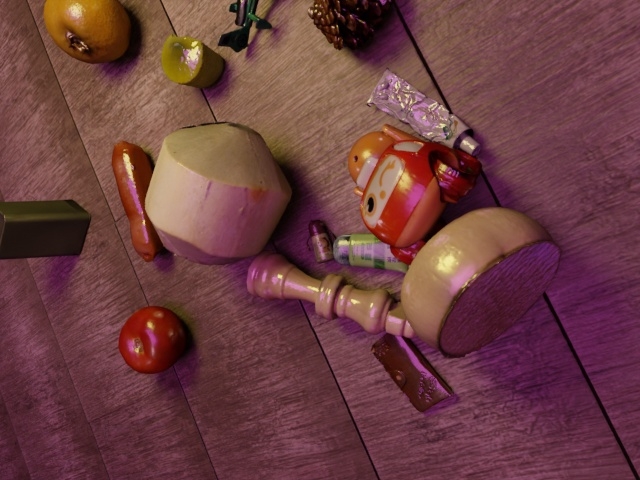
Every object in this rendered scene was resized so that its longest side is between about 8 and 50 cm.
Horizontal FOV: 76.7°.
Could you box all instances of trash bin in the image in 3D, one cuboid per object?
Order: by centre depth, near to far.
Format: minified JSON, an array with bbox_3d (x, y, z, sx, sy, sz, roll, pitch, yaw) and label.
[{"bbox_3d":[-0.878,-0.033,1.251,0.122,0.240,0.164,33,110,21],"label":"trash bin"}]

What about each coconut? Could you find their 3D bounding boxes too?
[{"bbox_3d":[-0.222,-0.110,0.895,0.323,0.323,0.322,3,96,26],"label":"coconut"}]

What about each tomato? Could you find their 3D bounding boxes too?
[{"bbox_3d":[-0.467,0.277,1.137,0.195,0.136,0.195,2,95,23],"label":"tomato"}]

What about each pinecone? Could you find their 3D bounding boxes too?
[{"bbox_3d":[0.060,-0.467,0.799,0.174,0.174,0.173,3,96,26],"label":"pinecone"}]

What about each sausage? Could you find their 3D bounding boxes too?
[{"bbox_3d":[-0.507,-0.111,1.144,0.097,0.094,0.348,-15,90,40],"label":"sausage"}]

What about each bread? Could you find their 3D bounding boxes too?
[{"bbox_3d":[-0.318,-0.438,1.003,0.129,0.114,0.111,28,107,21],"label":"bread"}]

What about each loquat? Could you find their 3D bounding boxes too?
[{"bbox_3d":[-0.624,-0.584,1.092,0.208,0.208,0.208,3,96,26],"label":"loquat"}]

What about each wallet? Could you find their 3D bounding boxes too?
[{"bbox_3d":[0.191,0.279,0.873,0.095,0.026,0.176,-45,75,25],"label":"wallet"}]

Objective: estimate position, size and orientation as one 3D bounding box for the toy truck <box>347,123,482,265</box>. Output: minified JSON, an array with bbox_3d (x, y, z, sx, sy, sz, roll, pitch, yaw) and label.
[{"bbox_3d":[0.141,-0.105,0.737,0.239,0.265,0.189,29,118,11],"label":"toy truck"}]

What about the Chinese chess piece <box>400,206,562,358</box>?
[{"bbox_3d":[0.266,0.073,0.681,0.270,0.270,0.112,-56,45,20],"label":"Chinese chess piece"}]

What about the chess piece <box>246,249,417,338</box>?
[{"bbox_3d":[0.030,0.123,0.894,0.397,0.117,0.117,15,102,22],"label":"chess piece"}]

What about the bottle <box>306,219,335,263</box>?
[{"bbox_3d":[-0.001,0.000,0.928,0.047,0.063,0.101,-28,78,58],"label":"bottle"}]

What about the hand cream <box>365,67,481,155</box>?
[{"bbox_3d":[0.209,-0.246,0.801,0.257,0.050,0.084,40,108,23],"label":"hand cream"}]

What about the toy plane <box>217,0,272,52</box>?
[{"bbox_3d":[-0.129,-0.600,0.878,0.106,0.155,0.381,39,127,17],"label":"toy plane"}]

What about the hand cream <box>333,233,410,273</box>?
[{"bbox_3d":[0.114,0.023,0.874,0.175,0.046,0.095,2,94,24],"label":"hand cream"}]
